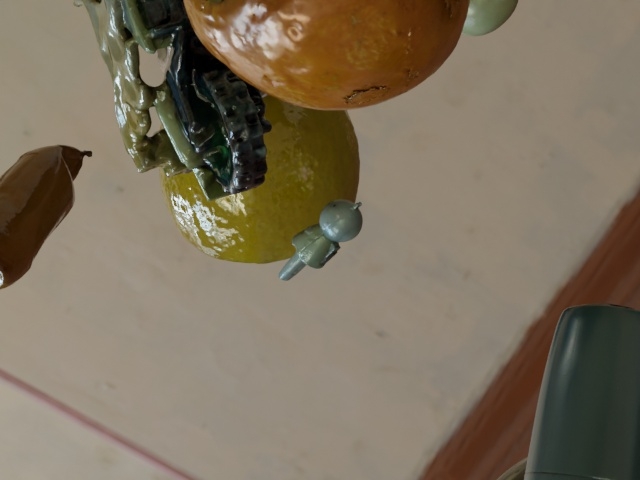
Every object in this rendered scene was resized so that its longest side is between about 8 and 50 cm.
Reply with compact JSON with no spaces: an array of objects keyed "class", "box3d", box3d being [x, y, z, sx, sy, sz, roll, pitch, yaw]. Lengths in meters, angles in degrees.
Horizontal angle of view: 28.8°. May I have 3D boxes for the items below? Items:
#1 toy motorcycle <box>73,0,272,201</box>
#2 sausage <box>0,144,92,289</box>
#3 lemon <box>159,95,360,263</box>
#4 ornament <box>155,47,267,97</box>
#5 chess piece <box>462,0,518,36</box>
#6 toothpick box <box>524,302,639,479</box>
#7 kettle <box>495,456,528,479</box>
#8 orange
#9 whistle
[{"class":"toy motorcycle","box3d":[-0.152,-0.230,1.253,0.169,0.410,0.237,-18,-6,-17]},{"class":"sausage","box3d":[-0.412,-0.051,1.761,0.112,0.112,0.328,-50,9,36]},{"class":"lemon","box3d":[-0.107,-0.162,2.058,0.364,0.364,0.364,-55,12,18]},{"class":"ornament","box3d":[-0.122,-0.324,1.764,0.259,0.225,0.259,173,90,-74]},{"class":"chess piece","box3d":[0.146,-0.364,1.569,0.144,0.251,0.144,-42,12,11]},{"class":"toothpick box","box3d":[0.242,0.148,1.061,0.120,0.120,0.184,152,130,-67]},{"class":"kettle","box3d":[0.320,0.359,1.583,0.251,0.271,0.207,0,92,54]},{"class":"orange","box3d":[0.011,-0.228,1.009,0.246,0.246,0.246,-55,12,18]},{"class":"whistle","box3d":[0.000,0.000,1.010,0.100,0.035,0.035,-44,18,31]}]
